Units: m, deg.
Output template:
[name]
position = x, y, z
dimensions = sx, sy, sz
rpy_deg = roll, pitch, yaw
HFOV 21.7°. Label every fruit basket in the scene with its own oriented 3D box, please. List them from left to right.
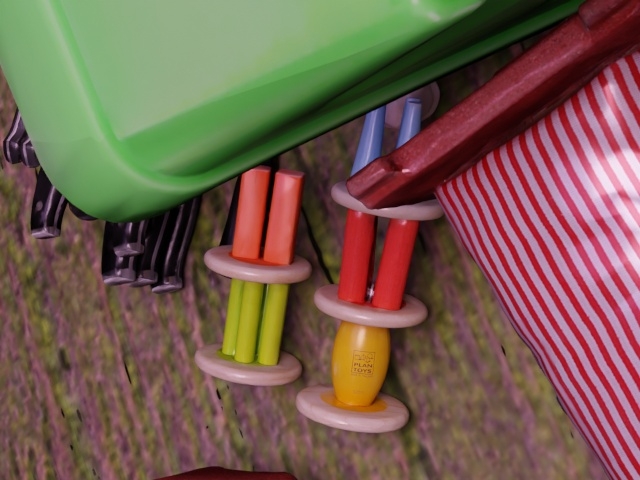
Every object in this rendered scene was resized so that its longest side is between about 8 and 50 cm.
[fruit basket]
position = -0.042, -0.218, 0.566
dimensions = 0.392, 0.283, 0.392
rpy_deg = 37, 142, 37

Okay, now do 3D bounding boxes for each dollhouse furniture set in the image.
[dollhouse furniture set]
position = 0.044, 0.097, 0.630
dimensions = 0.374, 0.152, 0.201
rpy_deg = -39, 77, 25

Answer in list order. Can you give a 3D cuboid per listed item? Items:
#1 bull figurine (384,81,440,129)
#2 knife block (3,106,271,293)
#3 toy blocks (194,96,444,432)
[bull figurine]
position = 0.103, -0.182, 0.717
dimensions = 0.188, 0.101, 0.310
rpy_deg = 28, 101, 36
[knife block]
position = -0.050, -0.115, 0.851
dimensions = 0.088, 0.242, 0.276
rpy_deg = 11, 42, 39
[toy blocks]
position = 0.000, 0.000, 0.769
dimensions = 0.123, 0.054, 0.148
rpy_deg = 19, 106, 40
